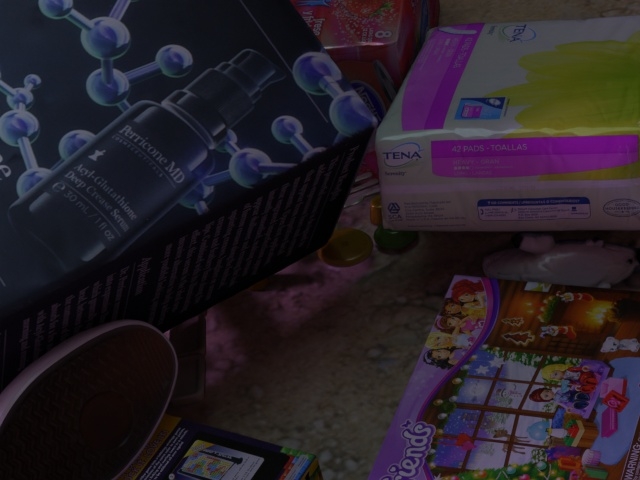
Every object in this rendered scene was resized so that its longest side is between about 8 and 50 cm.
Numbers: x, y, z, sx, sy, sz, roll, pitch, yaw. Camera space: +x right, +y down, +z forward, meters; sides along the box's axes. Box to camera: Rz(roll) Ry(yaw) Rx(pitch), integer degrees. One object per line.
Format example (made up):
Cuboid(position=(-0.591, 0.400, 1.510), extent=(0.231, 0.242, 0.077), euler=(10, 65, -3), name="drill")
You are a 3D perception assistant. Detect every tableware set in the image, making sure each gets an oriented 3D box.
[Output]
Cuboid(position=(0.000, 0.000, 1.534), extent=(0.154, 0.024, 0.104), euler=(-22, 42, -13), name="tableware set")

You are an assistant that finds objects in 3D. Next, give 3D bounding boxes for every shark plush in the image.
Cuboid(position=(0.212, 0.010, 1.438), extent=(0.161, 0.073, 0.067), euler=(-18, 8, 2), name="shark plush")

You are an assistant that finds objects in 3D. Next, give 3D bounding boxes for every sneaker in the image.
Cuboid(position=(-0.232, 0.162, 1.304), extent=(0.290, 0.106, 0.123), euler=(-45, 22, -17), name="sneaker")

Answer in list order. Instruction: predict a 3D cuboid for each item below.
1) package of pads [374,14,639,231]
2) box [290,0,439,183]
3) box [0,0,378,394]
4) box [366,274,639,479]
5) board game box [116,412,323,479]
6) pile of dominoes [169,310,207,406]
Cuboid(position=(0.184, -0.104, 1.494), extent=(0.229, 0.101, 0.296), euler=(-1, 24, 13), name="package of pads")
Cuboid(position=(0.026, -0.197, 1.665), extent=(0.142, 0.154, 0.300), euler=(-3, 38, 11), name="box")
Cuboid(position=(-0.208, -0.071, 1.387), extent=(0.395, 0.212, 0.293), euler=(-29, 73, -23), name="box")
Cuboid(position=(0.153, 0.146, 1.279), extent=(0.201, 0.057, 0.293), euler=(4, 42, 22), name="box")
Cuboid(position=(-0.098, 0.211, 1.280), extent=(0.141, 0.048, 0.170), euler=(12, 45, 31), name="board game box")
Cuboid(position=(-0.185, 0.098, 1.471), extent=(0.196, 0.040, 0.251), euler=(-11, 30, 4), name="pile of dominoes")
